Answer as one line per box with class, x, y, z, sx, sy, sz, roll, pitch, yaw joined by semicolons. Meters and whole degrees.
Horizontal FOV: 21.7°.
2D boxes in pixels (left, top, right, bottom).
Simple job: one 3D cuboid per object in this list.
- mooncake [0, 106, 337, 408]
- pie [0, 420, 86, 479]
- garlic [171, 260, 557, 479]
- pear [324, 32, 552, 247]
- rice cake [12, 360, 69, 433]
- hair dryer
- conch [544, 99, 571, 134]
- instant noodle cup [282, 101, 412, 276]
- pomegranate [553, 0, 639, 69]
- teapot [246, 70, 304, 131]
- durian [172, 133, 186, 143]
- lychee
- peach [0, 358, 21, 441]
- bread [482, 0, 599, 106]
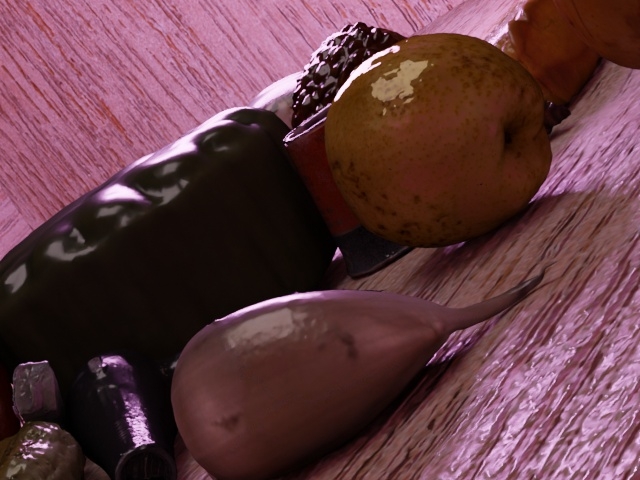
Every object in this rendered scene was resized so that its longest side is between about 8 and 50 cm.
mooncake;-0.154;0.023;1.586;0.356;0.194;0.356;-36;11;8
pie;-0.286;0.242;1.240;0.277;0.078;0.277;-39;13;10
garlic;0.013;0.077;1.044;0.267;0.128;0.148;-20;26;25
pear;0.095;-0.078;1.297;0.178;0.178;0.178;-34;8;6
rice cake;-0.223;0.155;1.371;0.034;0.043;0.211;-7;-25;-5
hair dryer;-0.071;0.095;1.293;0.272;0.091;0.235;-32;17;-5
conch;0.130;-0.101;1.548;0.080;0.086;0.233;-41;12;-37
instant noodle cup;0.039;-0.056;1.482;0.127;0.135;0.127;-33;9;6
pomegranate;0.281;-0.261;1.267;0.264;0.264;0.264;-34;8;6
teapot;-0.020;-0.105;2.043;0.300;0.166;0.208;-42;-12;20
durian;-0.112;-0.023;1.850;0.196;0.196;0.167;-32;-3;22
lychee;0.057;-0.126;1.729;0.188;0.188;0.188;-34;8;6
peach;-0.357;0.180;1.463;0.243;0.199;0.243;-43;24;24
bread;0.216;-0.188;1.657;0.094;0.102;0.245;-33;7;29
